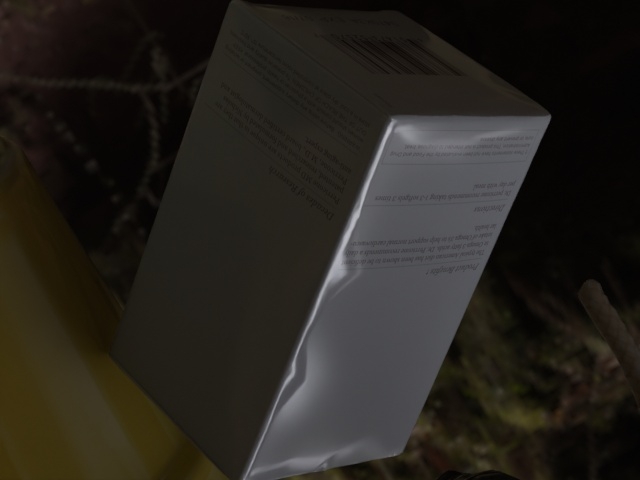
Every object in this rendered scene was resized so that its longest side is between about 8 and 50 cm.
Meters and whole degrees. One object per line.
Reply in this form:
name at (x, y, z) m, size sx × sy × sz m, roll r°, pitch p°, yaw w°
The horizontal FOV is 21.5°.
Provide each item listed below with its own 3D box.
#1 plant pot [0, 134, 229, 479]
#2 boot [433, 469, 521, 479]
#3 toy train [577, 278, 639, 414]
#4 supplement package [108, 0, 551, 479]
plant pot at (-0.182, 0.087, 0.799) m, size 0.254 × 0.239 × 0.254 m, roll -15°, pitch -159°, yaw 6°
boot at (0.020, 0.310, 1.223) m, size 0.367 × 0.146 × 0.445 m, roll -38°, pitch 176°, yaw -5°
toy train at (0.113, 0.119, 0.289) m, size 0.105 × 0.248 × 0.143 m, roll -20°, pitch 179°, yaw -18°
supplement package at (0.000, 0.000, 0.725) m, size 0.105 × 0.105 × 0.179 m, roll -4°, pitch 124°, yaw -46°
